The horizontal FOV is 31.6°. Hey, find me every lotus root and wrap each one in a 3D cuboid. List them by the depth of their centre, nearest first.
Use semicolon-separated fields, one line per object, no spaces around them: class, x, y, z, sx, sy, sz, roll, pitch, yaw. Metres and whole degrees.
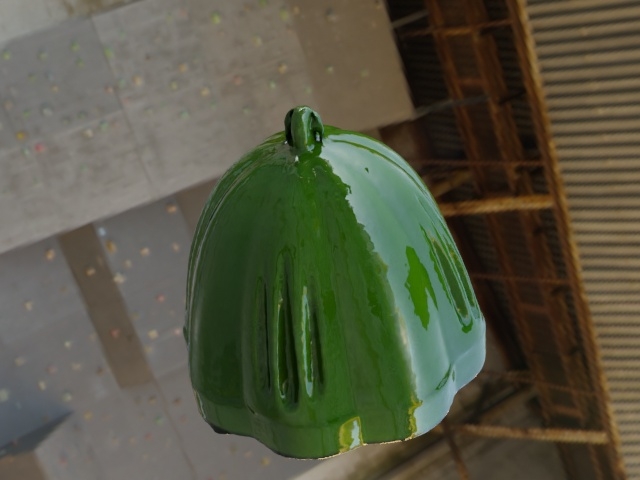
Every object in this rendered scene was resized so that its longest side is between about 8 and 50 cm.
lotus root;0.000;0.000;0.630;0.186;0.186;0.186;42;-33;37
